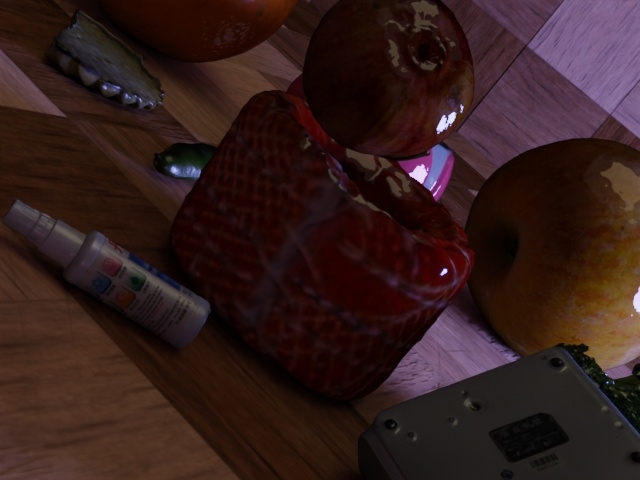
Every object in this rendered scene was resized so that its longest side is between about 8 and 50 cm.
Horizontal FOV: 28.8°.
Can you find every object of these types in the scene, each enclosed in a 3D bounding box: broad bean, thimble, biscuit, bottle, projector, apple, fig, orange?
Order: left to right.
[{"bbox_3d":[-0.210,0.029,1.211,0.217,0.060,0.060,34,16,-18],"label":"bottle"},{"bbox_3d":[-0.312,-0.258,1.848,0.187,0.036,0.273,35,15,-11],"label":"biscuit"},{"bbox_3d":[-0.234,-0.500,2.177,0.424,0.326,0.424,38,18,-15],"label":"orange"},{"bbox_3d":[-0.115,-0.071,1.738,0.292,0.049,0.144,32,18,-26],"label":"broad bean"},{"bbox_3d":[0.000,0.000,1.460,0.350,0.230,0.350,35,14,-10],"label":"thimble"},{"bbox_3d":[0.069,-0.176,1.375,0.205,0.205,0.205,36,15,-11],"label":"fig"},{"bbox_3d":[0.188,0.228,1.233,0.250,0.108,0.198,-18,42,-16],"label":"projector"},{"bbox_3d":[0.417,0.026,2.095,0.333,0.400,0.400,-5,28,-10],"label":"apple"}]

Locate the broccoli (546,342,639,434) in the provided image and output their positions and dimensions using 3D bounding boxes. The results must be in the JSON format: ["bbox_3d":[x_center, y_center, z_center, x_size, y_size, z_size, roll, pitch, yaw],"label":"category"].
[{"bbox_3d":[0.347,0.244,1.489,0.308,0.275,0.308,37,-24,19],"label":"broccoli"}]

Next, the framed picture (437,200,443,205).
[{"bbox_3d":[0.145,-0.105,2.244,0.197,0.014,0.252,28,17,-20],"label":"framed picture"}]

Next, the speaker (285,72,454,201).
[{"bbox_3d":[0.062,-0.151,1.954,0.294,0.294,0.294,36,15,-11],"label":"speaker"}]
